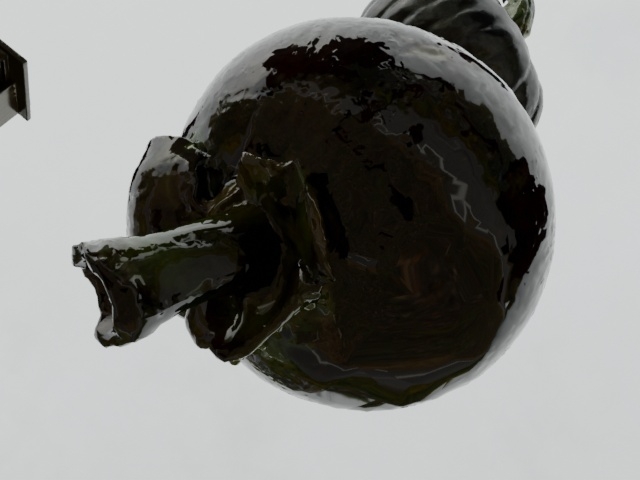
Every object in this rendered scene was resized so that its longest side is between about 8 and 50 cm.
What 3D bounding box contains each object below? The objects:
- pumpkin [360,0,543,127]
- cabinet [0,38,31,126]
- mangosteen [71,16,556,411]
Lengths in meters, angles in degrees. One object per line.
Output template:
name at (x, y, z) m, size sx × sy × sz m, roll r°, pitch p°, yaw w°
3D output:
pumpkin at (0.207, -0.246, 1.090) m, size 0.296 × 0.296 × 0.295 m, roll 1°, pitch -66°, yaw 3°
cabinet at (-0.522, -0.207, 1.003) m, size 0.215 × 0.175 × 0.148 m, roll 37°, pitch -30°, yaw 3°
mangosteen at (0.000, 0.000, 0.422) m, size 0.231 × 0.289 × 0.231 m, roll 12°, pitch -64°, yaw 26°
